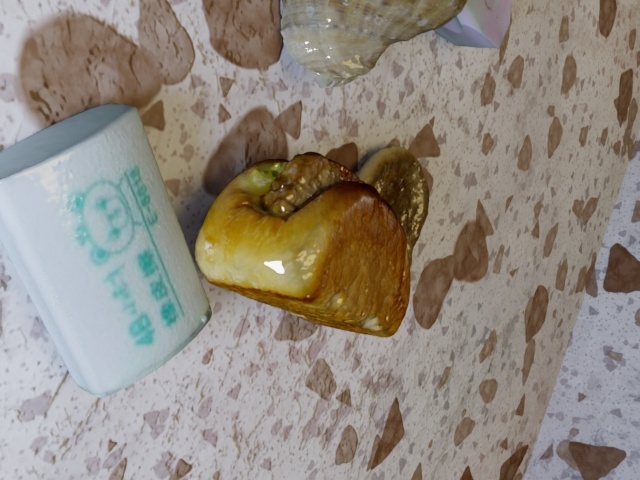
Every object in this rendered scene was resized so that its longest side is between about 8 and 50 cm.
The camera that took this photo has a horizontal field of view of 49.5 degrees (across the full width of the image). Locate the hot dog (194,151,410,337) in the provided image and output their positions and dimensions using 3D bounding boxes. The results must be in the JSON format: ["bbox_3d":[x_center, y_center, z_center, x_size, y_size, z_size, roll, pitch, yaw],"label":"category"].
[{"bbox_3d":[0.001,0.001,0.999,0.405,0.185,0.223,34,64,-60],"label":"hot dog"}]

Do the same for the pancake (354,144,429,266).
[{"bbox_3d":[0.116,-0.041,1.260,0.282,0.049,0.282,-17,112,-50],"label":"pancake"}]

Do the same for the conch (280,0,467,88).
[{"bbox_3d":[0.076,-0.377,0.970,0.324,0.263,0.186,-55,180,-15],"label":"conch"}]

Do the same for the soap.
[{"bbox_3d":[0.233,-0.496,1.210,0.347,0.115,0.208,44,68,-48],"label":"soap"}]

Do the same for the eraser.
[{"bbox_3d":[-0.244,0.014,0.791,0.189,0.104,0.290,-38,127,-34],"label":"eraser"}]
